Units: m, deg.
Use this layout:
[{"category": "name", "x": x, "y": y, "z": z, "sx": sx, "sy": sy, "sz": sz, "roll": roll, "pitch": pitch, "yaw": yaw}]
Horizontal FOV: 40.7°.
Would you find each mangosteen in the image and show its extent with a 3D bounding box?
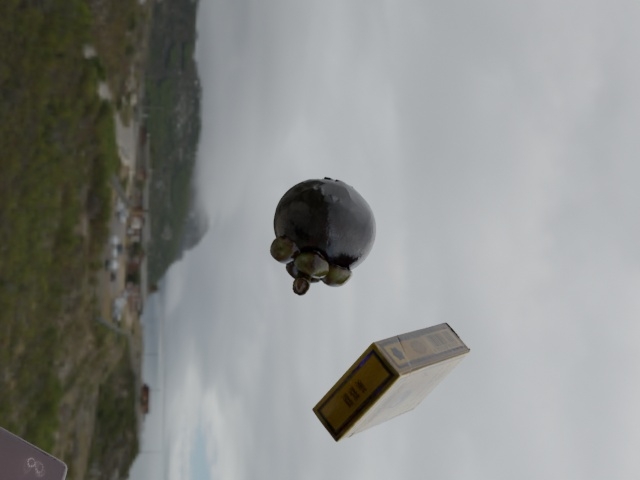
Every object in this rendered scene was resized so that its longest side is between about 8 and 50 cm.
[{"category": "mangosteen", "x": 0.000, "y": 0.000, "z": 1.566, "sx": 0.194, "sy": 0.194, "sz": 0.230, "roll": 124, "pitch": -16, "yaw": -73}]

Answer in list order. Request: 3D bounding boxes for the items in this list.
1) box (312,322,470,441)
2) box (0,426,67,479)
[{"category": "box", "x": 0.141, "y": 0.264, "z": 1.639, "sx": 0.084, "sy": 0.301, "sz": 0.193, "roll": 48, "pitch": -64, "yaw": 22}, {"category": "box", "x": -0.492, "y": 0.374, "z": 1.169, "sx": 0.294, "sy": 0.193, "sz": 0.167, "roll": -27, "pitch": -142, "yaw": 31}]
